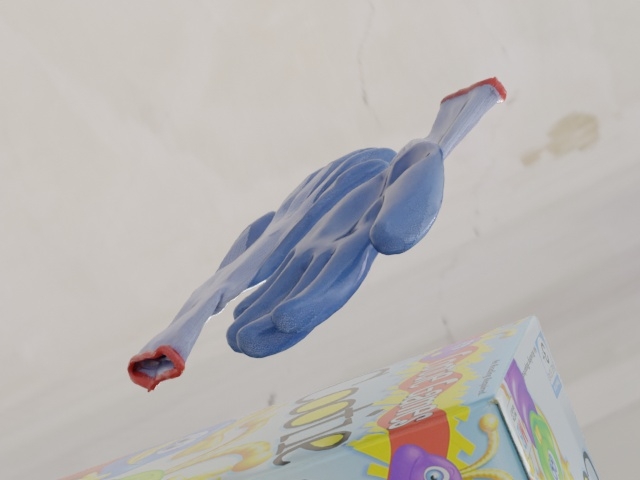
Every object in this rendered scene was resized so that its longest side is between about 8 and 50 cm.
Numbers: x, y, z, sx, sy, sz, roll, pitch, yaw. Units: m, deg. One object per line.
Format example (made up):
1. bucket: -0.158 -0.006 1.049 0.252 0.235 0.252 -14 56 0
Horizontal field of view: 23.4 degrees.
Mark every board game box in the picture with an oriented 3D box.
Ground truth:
1. board game box: -0.021 0.151 0.642 0.275 0.144 0.142 -20 -86 16

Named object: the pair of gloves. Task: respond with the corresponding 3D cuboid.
1. pair of gloves: 0.000 0.000 0.641 0.023 0.198 0.159 49 -117 -12
